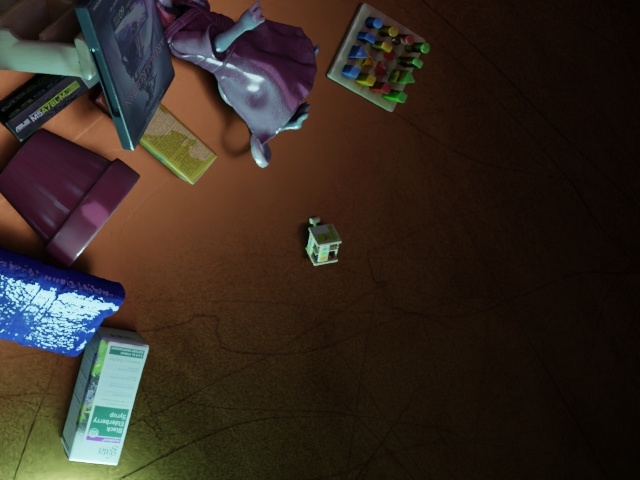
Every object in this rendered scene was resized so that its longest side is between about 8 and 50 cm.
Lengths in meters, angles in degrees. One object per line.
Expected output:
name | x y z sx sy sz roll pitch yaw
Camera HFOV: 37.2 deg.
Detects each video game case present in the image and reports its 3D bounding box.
video game case | -0.298 -0.307 1.488 0.274 0.026 0.196 80 22 -48

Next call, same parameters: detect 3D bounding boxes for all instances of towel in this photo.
towel | -0.514 0.092 1.619 0.308 0.076 0.227 20 136 -29

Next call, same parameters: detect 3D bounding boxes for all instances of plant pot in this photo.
plant pot | -0.438 -0.086 1.611 0.180 0.201 0.201 38 85 -11

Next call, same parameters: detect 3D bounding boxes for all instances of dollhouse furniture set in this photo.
dollhouse furniture set | -0.449 -0.457 1.387 0.256 0.362 0.394 7 129 13

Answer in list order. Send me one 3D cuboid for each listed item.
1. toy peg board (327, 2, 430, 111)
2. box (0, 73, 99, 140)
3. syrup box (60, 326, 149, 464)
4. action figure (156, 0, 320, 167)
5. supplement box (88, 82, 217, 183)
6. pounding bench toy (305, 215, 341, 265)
toy peg board | 0.126 -0.356 1.859 0.160 0.079 0.161 25 90 -27
box | -0.444 -0.248 1.563 0.190 0.184 0.045 -40 120 -11
syrup box | -0.400 0.285 1.755 0.093 0.096 0.237 13 95 -27
action figure | -0.186 -0.347 1.689 0.370 0.248 0.276 22 119 -28
supplement box | -0.298 -0.203 1.701 0.233 0.078 0.080 40 84 -26
pounding bench toy | 0.000 0.000 1.901 0.052 0.083 0.065 -10 137 -20
